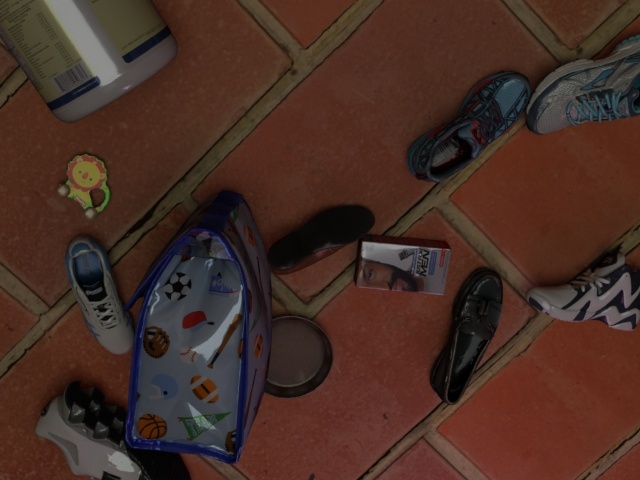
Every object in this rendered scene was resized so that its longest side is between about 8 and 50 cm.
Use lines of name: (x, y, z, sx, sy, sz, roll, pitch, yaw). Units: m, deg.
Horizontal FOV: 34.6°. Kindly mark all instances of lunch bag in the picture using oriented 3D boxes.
lunch bag: (-0.198, 0.125, 1.738, 0.239, 0.328, 0.385, 8, 105, 1)

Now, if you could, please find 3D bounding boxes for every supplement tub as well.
supplement tub: (-0.402, -0.377, 1.624, 0.235, 0.235, 0.325, -30, 107, 4)

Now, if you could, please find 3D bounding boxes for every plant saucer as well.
plant saucer: (-0.060, 0.217, 1.940, 0.168, 0.029, 0.168, -2, 107, -6)

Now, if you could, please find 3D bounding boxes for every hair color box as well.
hair color box: (0.150, 0.044, 1.895, 0.167, 0.053, 0.093, 5, 107, -5)

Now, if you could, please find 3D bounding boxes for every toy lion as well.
toy lion: (-0.411, -0.100, 1.815, 0.100, 0.034, 0.096, 43, 91, -15)

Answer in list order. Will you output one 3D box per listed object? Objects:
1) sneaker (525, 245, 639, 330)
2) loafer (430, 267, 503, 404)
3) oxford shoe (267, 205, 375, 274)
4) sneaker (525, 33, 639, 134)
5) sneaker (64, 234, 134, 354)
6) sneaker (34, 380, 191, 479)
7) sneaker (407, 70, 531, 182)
sneaker: (0.505, 0.074, 1.915, 0.235, 0.094, 0.153, 12, 104, -9)
loafer: (0.286, 0.187, 1.932, 0.096, 0.084, 0.267, 16, 104, -9)
oxford shoe: (0.000, 0.000, 1.867, 0.212, 0.076, 0.076, -24, 70, -11)
sneaker: (0.493, -0.258, 1.782, 0.283, 0.122, 0.110, -29, 137, 5)
sneaker: (-0.400, 0.106, 1.847, 0.085, 0.086, 0.237, -18, 109, -1)
sneaker: (-0.390, 0.406, 1.933, 0.146, 0.122, 0.330, -39, 108, 25)
sneaker: (0.274, -0.187, 1.799, 0.262, 0.125, 0.104, -43, 106, 8)
